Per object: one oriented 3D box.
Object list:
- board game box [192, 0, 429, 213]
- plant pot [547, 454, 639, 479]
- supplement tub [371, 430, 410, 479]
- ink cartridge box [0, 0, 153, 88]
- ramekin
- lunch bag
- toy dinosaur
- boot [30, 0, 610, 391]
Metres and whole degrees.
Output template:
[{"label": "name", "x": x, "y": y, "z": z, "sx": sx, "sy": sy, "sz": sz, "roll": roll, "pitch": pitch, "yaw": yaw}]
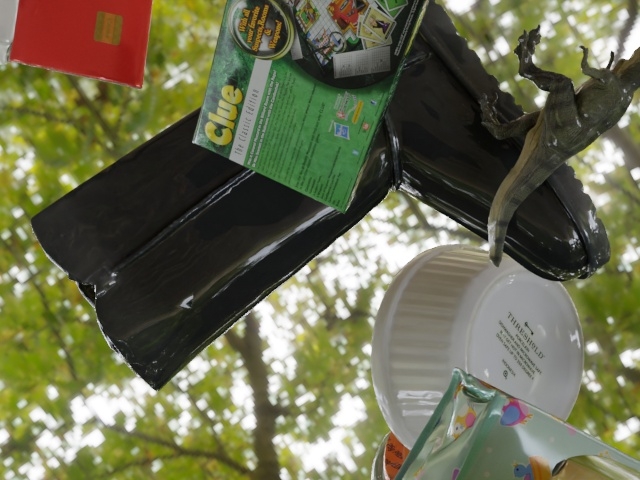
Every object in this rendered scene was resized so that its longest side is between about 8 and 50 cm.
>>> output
[{"label": "board game box", "x": -0.006, "y": -0.141, "z": 0.844, "sx": 0.259, "sy": 0.136, "sz": 0.030, "roll": 111, "pitch": 5, "yaw": -45}, {"label": "plant pot", "x": 0.227, "y": 0.285, "z": 0.833, "sx": 0.228, "sy": 0.207, "sz": 0.227, "roll": -53, "pitch": -179, "yaw": -3}, {"label": "supplement tub", "x": 0.178, "y": 0.369, "z": 1.671, "sx": 0.207, "sy": 0.338, "sz": 0.207, "roll": -3, "pitch": -122, "yaw": 5}, {"label": "ink cartridge box", "x": -0.269, "y": -0.305, "z": 1.076, "sx": 0.261, "sy": 0.296, "sz": 0.066, "roll": 8, "pitch": 167, "yaw": -16}, {"label": "ramekin", "x": 0.198, "y": 0.136, "z": 1.407, "sx": 0.127, "sy": 0.273, "sz": 0.273, "roll": -3, "pitch": -147, "yaw": 51}, {"label": "lunch bag", "x": 0.167, "y": 0.282, "z": 1.070, "sx": 0.262, "sy": 0.223, "sz": 0.160, "roll": -62, "pitch": -166, "yaw": -3}, {"label": "toy dinosaur", "x": 0.203, "y": -0.112, "z": 1.057, "sx": 0.268, "sy": 0.118, "sz": 0.064, "roll": -50, "pitch": 158, "yaw": 19}, {"label": "boot", "x": -0.001, "y": -0.002, "z": 1.146, "sx": 0.445, "sy": 0.367, "sz": 0.146, "roll": -34, "pitch": 166, "yaw": -10}]
